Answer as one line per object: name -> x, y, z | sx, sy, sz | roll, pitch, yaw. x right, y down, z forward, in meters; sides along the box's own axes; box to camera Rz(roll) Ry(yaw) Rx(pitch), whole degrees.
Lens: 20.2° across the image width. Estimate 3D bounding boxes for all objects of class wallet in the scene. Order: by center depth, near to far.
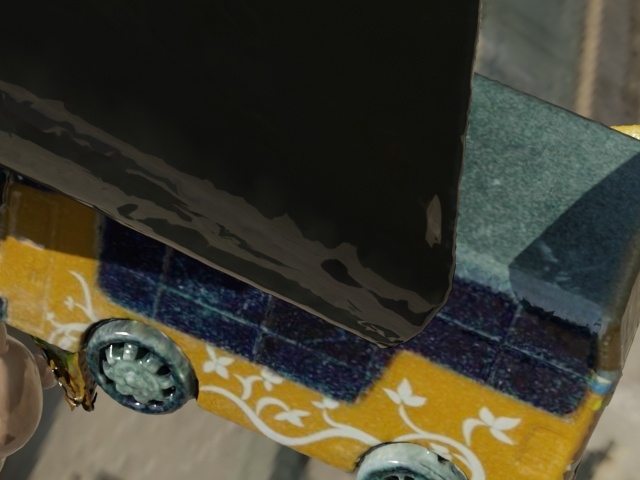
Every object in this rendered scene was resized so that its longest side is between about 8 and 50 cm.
wallet -> -0.101, -0.130, 0.616 | 0.062, 0.406, 0.228 | -22, 52, 43

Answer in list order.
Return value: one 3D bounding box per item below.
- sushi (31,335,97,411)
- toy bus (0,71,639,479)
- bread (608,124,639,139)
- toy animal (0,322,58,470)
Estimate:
sushi -> -0.202, 0.011, 1.336 | 0.287, 0.149, 0.140 | 111, 180, -51
toy bus -> 0.000, 0.000, 0.885 | 0.162, 0.323, 0.194 | -59, -10, -45
bread -> 0.244, -0.019, 1.582 | 0.260, 0.129, 0.134 | -28, 51, -8
toy animal -> -0.352, 0.165, 1.555 | 0.250, 0.154, 0.166 | -32, -11, -3
